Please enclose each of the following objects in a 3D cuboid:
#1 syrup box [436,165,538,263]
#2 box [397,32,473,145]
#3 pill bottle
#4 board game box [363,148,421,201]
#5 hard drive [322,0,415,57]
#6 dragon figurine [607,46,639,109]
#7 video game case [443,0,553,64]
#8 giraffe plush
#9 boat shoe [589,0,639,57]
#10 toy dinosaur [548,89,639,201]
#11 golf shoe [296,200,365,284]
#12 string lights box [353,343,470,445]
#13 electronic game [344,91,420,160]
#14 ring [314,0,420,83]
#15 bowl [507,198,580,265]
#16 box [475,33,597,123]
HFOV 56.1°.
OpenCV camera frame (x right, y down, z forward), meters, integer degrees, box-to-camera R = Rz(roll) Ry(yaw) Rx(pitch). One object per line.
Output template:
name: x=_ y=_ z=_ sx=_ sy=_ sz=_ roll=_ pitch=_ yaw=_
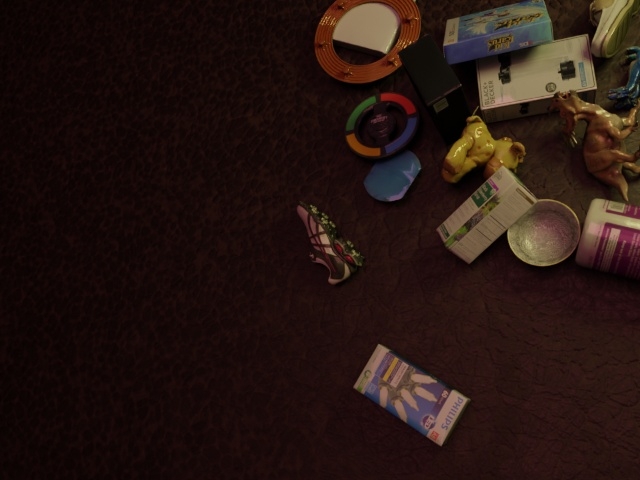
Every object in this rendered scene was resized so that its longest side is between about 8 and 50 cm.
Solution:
syrup box: x=0.417 y=-0.064 z=1.516 sx=0.237 sy=0.096 sz=0.093 roll=-47 pitch=26 yaw=20
box: x=0.314 y=-0.395 z=1.601 sx=0.103 sy=0.261 sz=0.184 roll=-32 pitch=67 yaw=12
pill bottle: x=0.756 y=0.014 z=1.367 sx=0.301 sy=0.169 sz=0.169 roll=16 pitch=82 yaw=25
board game box: x=0.209 y=-0.181 z=1.707 sx=0.133 sy=0.033 sz=0.169 roll=30 pitch=84 yaw=30
hard drive: x=0.180 y=-0.755 z=1.875 sx=0.233 sy=0.047 sz=0.353 roll=23 pitch=84 yaw=25
dragon figurine: x=0.854 y=-0.432 z=1.496 sx=0.289 sy=0.085 sz=0.144 roll=-20 pitch=71 yaw=20
video game case: x=0.473 y=-0.569 z=1.622 sx=0.269 sy=0.061 sz=0.244 roll=-8 pitch=33 yaw=19
giraffe plush: x=0.435 y=-0.219 z=1.566 sx=0.170 sy=0.181 sz=0.210 roll=30 pitch=105 yaw=14
boat shoe: x=0.752 y=-0.588 z=1.556 sx=0.103 sy=0.113 sz=0.302 roll=22 pitch=64 yaw=29
toy dinosaur: x=0.692 y=-0.236 z=1.492 sx=0.200 sy=0.127 sz=0.296 roll=-10 pitch=91 yaw=35
golf shoe: x=0.000 y=0.000 z=1.708 sx=0.120 sy=0.105 sz=0.273 roll=-46 pitch=64 yaw=12
string lights box: x=0.230 y=0.388 z=1.520 sx=0.259 sy=0.077 sz=0.133 roll=29 pitch=86 yaw=25
electronic game: x=0.176 y=-0.333 z=1.741 sx=0.229 sy=0.048 sz=0.229 roll=-11 pitch=61 yaw=21
ring: x=0.135 y=-0.632 z=1.815 sx=0.336 sy=0.032 sz=0.337 roll=-5 pitch=74 yaw=19
bowl: x=0.560 y=-0.009 z=1.495 sx=0.170 sy=0.080 sz=0.170 roll=-10 pitch=68 yaw=26
box: x=0.571 y=-0.428 z=1.607 sx=0.289 sy=0.087 sz=0.169 roll=-6 pitch=73 yaw=20
